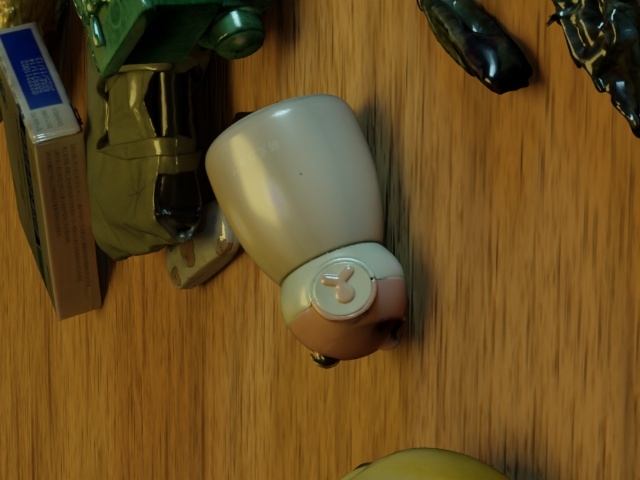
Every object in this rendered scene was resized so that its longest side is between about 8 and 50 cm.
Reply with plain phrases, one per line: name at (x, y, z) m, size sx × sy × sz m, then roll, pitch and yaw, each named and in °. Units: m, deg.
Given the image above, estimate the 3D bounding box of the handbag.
handbag at (-0.193, -0.140, 1.877) m, size 0.253 × 0.109 × 0.316 m, roll 172°, pitch 99°, yaw -66°

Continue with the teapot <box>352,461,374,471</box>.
teapot at (0.072, 0.246, 1.527) m, size 0.110 × 0.085 × 0.080 m, roll -10°, pitch 59°, yaw 33°

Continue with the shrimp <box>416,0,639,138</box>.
shrimp at (0.145, -0.216, 1.295) m, size 0.272 × 0.085 × 0.445 m, roll 109°, pitch 147°, yaw -44°

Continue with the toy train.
toy train at (-0.147, -0.297, 1.679) m, size 0.145 × 0.201 × 0.266 m, roll -45°, pitch 58°, yaw 52°

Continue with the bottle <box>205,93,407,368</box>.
bottle at (0.000, 0.000, 1.525) m, size 0.147 × 0.147 × 0.237 m, roll -45°, pitch 63°, yaw 54°

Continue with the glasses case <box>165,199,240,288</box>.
glasses case at (-0.130, 0.005, 1.853) m, size 0.164 × 0.041 × 0.063 m, roll -37°, pitch 62°, yaw 57°

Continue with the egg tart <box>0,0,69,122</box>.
egg tart at (-0.437, -0.295, 2.250) m, size 0.339 × 0.153 × 0.352 m, roll 53°, pitch 137°, yaw 43°

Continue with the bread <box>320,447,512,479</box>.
bread at (0.079, 0.382, 1.321) m, size 0.329 × 0.245 × 0.424 m, roll -44°, pitch 59°, yaw 54°

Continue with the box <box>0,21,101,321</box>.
box at (-0.340, -0.081, 2.100) m, size 0.343 × 0.065 × 0.200 m, roll 93°, pitch 156°, yaw -50°

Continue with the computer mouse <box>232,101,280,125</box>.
computer mouse at (-0.068, -0.099, 1.723) m, size 0.135 × 0.047 × 0.079 m, roll -9°, pitch 85°, yaw 63°
